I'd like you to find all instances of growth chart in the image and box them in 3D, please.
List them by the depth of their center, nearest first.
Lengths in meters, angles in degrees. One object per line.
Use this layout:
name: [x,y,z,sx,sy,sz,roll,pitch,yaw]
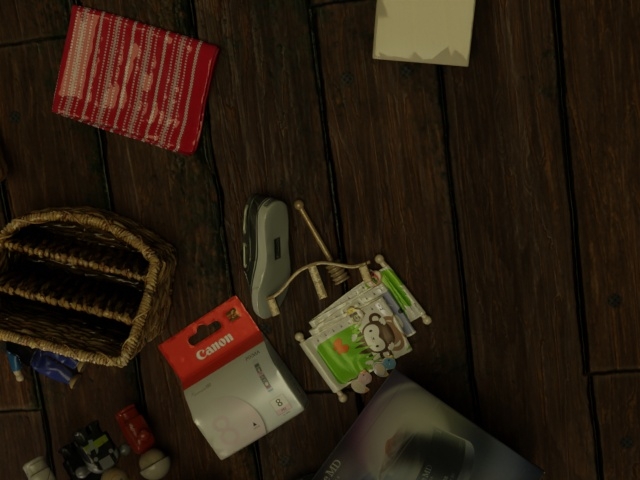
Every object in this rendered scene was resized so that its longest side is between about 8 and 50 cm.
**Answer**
growth chart: [0.076,0.159,1.858,0.237,0.021,0.172,-43,93,15]

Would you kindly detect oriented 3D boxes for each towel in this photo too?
towel: [-0.319,-0.274,1.837,0.275,0.031,0.199,17,103,6]

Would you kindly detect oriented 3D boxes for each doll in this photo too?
doll: [-0.522,0.204,1.959,0.189,0.046,0.129,29,104,3]

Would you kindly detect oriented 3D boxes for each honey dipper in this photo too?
honey dipper: [0.000,0.000,1.837,0.030,0.030,0.160,-28,92,14]

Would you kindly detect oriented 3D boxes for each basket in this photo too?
basket: [-0.413,0.062,1.821,0.299,0.223,0.213,15,103,8]

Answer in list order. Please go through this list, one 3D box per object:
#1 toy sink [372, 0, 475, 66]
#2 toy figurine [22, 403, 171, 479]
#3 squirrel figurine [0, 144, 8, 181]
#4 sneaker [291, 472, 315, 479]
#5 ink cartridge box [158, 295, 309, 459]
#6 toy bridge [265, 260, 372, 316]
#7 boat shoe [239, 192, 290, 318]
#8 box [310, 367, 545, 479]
toy sink: [0.171,-0.400,1.674,0.153,0.131,0.234,6,107,9]
toy figurine: [-0.393,0.407,1.891,0.213,0.209,0.148,-32,84,16]
squirrel figurine: [-0.810,-0.209,1.851,0.370,0.281,0.397,-23,82,24]
sneaker: [0.060,0.456,1.894,0.275,0.107,0.110,-14,123,12]
ink cartridge box: [-0.161,0.246,1.900,0.189,0.066,0.232,-33,98,15]
toy bridge: [-0.004,0.068,1.812,0.188,0.026,0.063,-21,91,4]
boat shoe: [-0.099,0.025,1.841,0.070,0.078,0.219,21,116,39]
box: [0.149,0.420,1.724,0.294,0.183,0.296,33,71,16]
